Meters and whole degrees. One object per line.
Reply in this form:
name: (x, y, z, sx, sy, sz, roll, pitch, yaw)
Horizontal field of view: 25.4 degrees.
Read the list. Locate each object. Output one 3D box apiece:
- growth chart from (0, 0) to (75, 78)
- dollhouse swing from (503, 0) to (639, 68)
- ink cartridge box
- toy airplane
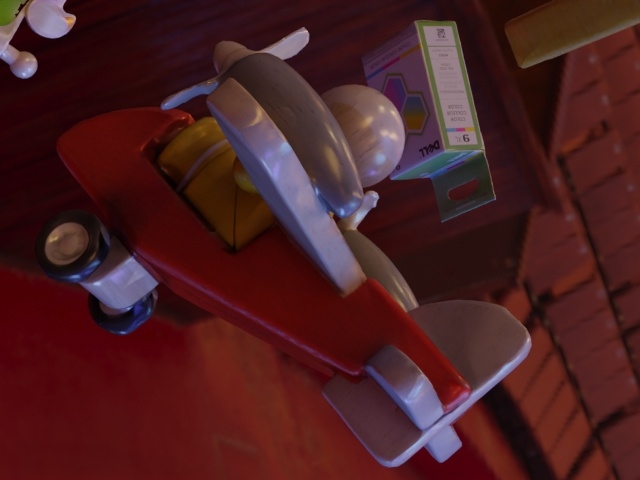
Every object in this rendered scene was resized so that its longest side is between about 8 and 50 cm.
growth chart: (-0.191, -0.231, 0.844, 0.172, 0.021, 0.237, 28, 73, -30)
dollhouse swing: (0.326, -0.085, 0.738, 0.315, 0.347, 0.305, 61, -29, 10)
ink cartridge box: (0.120, -0.131, 1.593, 0.062, 0.109, 0.209, -7, 79, -33)
toy airplane: (0.000, 0.000, 1.128, 0.384, 0.272, 0.386, 37, -16, -21)
